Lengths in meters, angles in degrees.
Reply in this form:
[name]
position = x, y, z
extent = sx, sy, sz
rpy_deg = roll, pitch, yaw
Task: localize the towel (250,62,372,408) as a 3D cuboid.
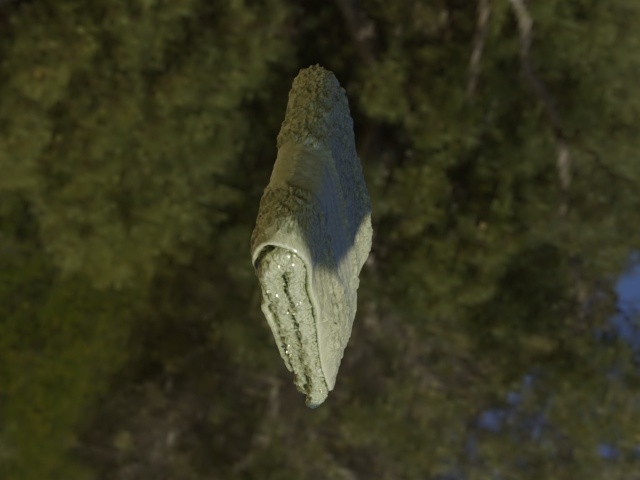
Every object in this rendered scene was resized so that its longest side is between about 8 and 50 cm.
[towel]
position = 0.000, 0.000, 0.803
extent = 0.148, 0.027, 0.110
rpy_deg = 75, 24, -57
